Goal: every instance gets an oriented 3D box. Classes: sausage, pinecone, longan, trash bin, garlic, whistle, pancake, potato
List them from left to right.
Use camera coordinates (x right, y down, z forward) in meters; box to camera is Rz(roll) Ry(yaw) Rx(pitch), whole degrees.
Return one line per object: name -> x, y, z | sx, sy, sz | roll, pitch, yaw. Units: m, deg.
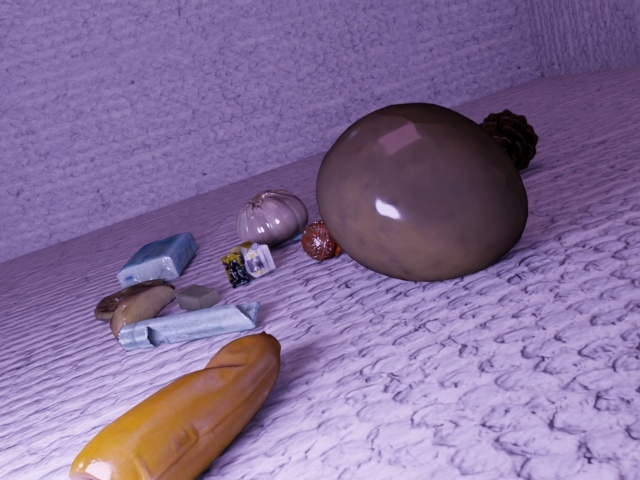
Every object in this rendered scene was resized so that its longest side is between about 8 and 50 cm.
pancake -> -0.496, 0.153, 1.534 | 0.222, 0.042, 0.236 | -19, 16, -10
potato -> -0.429, 0.151, 1.338 | 0.100, 0.089, 0.172 | -12, 27, 40
whistle -> -0.267, 0.175, 1.175 | 0.312, 0.062, 0.062 | -13, 16, 18
trash bin -> -0.289, 0.138, 1.364 | 0.092, 0.043, 0.061 | 3, 26, 44
sausage -> -0.160, 0.229, 0.777 | 0.134, 0.116, 0.354 | -24, 6, 38
garlic -> -0.148, -0.066, 1.685 | 0.227, 0.152, 0.228 | -25, 12, 6
longan -> 0.184, -0.090, 1.103 | 0.404, 0.337, 0.404 | 17, 0, 0
pinecone -> 0.508, -0.263, 1.630 | 0.204, 0.179, 0.184 | -45, 5, -26

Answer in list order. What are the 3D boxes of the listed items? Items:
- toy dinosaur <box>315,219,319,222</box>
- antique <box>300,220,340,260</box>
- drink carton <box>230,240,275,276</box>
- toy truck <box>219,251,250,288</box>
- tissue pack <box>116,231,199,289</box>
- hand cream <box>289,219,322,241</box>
toy dinosaur -> 0.118, -0.059, 1.425 | 0.382, 0.130, 0.076 | -8, 25, 29
antique -> 0.000, 0.000, 1.407 | 0.104, 0.104, 0.104 | -16, 16, 5
drink carton -> -0.164, 0.047, 1.455 | 0.074, 0.084, 0.200 | -23, 14, -22
toy truck -> -0.214, 0.070, 1.427 | 0.049, 0.083, 0.054 | -24, 17, -21
tissue pack -> -0.492, 0.059, 1.765 | 0.177, 0.089, 0.263 | -18, 15, 7
hand cream -> 0.052, -0.052, 1.593 | 0.312, 0.070, 0.111 | -11, 20, 40
